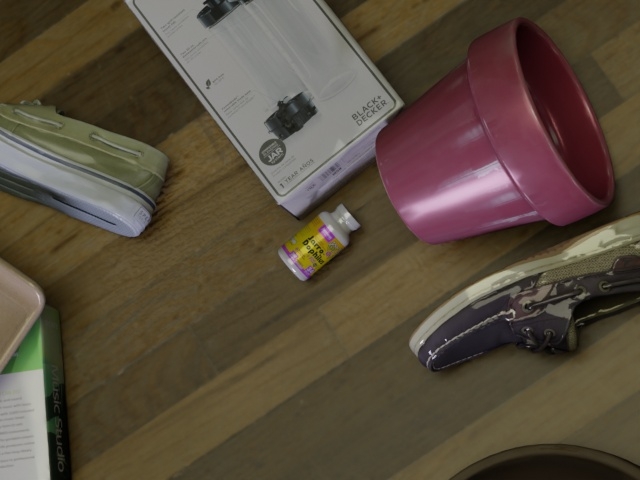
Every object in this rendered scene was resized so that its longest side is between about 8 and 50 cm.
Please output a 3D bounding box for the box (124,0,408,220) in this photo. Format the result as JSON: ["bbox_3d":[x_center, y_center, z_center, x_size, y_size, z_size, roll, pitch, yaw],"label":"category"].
[{"bbox_3d":[-0.051,-0.186,1.874,0.169,0.087,0.290,-40,73,4],"label":"box"}]

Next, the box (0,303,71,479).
[{"bbox_3d":[-0.378,0.239,1.890,0.232,0.058,0.322,-8,78,13],"label":"box"}]

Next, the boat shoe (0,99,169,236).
[{"bbox_3d":[-0.303,-0.099,1.925,0.302,0.109,0.094,24,70,9],"label":"boat shoe"}]

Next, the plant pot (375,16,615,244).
[{"bbox_3d":[0.162,-0.089,1.757,0.180,0.201,0.201,-26,73,24],"label":"plant pot"}]

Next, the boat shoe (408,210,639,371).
[{"bbox_3d":[0.225,0.064,1.748,0.285,0.103,0.092,-26,69,2],"label":"boat shoe"}]

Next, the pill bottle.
[{"bbox_3d":[0.000,0.000,1.846,0.083,0.043,0.043,-41,72,4],"label":"pill bottle"}]

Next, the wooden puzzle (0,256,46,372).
[{"bbox_3d":[-0.424,0.097,1.883,0.221,0.044,0.238,33,92,18],"label":"wooden puzzle"}]

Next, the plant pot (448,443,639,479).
[{"bbox_3d":[0.195,0.330,1.609,0.323,0.280,0.323,-3,78,15],"label":"plant pot"}]
